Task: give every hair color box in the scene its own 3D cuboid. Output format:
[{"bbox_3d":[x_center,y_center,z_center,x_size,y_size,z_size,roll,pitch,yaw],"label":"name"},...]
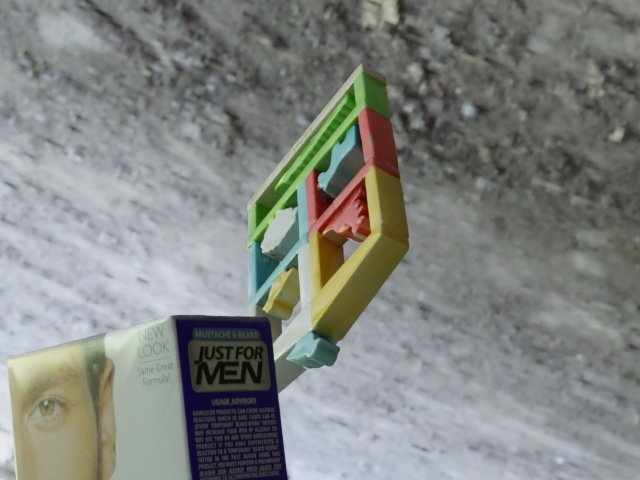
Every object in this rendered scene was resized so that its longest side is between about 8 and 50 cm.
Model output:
[{"bbox_3d":[-0.114,0.233,0.964,0.185,0.339,0.110,-16,165,38],"label":"hair color box"}]

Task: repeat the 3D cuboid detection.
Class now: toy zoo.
[{"bbox_3d":[0.000,0.000,1.164,0.030,0.293,0.192,27,122,-23],"label":"toy zoo"}]
